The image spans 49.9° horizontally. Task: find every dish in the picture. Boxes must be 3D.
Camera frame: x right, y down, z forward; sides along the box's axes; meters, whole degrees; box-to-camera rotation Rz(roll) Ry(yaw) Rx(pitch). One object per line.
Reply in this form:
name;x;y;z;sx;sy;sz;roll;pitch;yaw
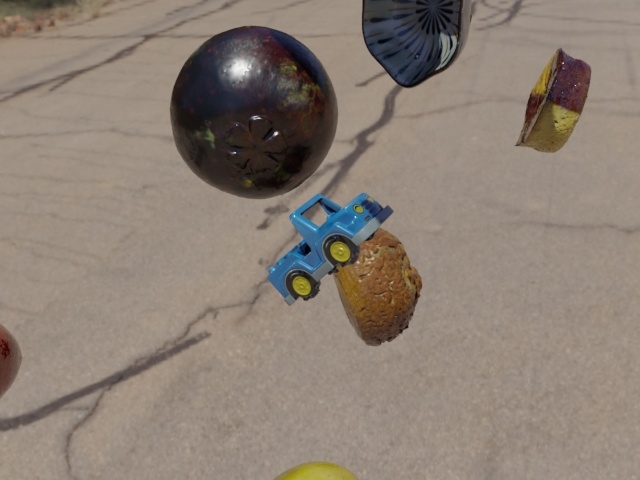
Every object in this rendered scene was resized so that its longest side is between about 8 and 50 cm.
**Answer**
dish;0.130;-0.286;0.844;0.066;0.190;0.191;-17;31;-33

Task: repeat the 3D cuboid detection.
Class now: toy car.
toy car;0.000;0.000;0.909;0.100;0.191;0.097;48;36;0

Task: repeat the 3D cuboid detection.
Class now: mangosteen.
mangosteen;-0.100;-0.187;0.971;0.231;0.231;0.289;-10;26;-11

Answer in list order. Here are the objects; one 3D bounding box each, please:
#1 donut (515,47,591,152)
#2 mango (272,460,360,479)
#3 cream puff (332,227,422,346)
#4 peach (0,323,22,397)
donut;0.312;-0.182;0.918;0.059;0.140;0.140;20;33;5
mango;-0.062;0.481;1.012;0.182;0.365;0.253;44;21;16
cream puff;0.143;0.102;1.732;0.212;0.303;0.303;-21;29;3
peach;-0.539;0.183;1.017;0.197;0.197;0.197;-3;29;2
